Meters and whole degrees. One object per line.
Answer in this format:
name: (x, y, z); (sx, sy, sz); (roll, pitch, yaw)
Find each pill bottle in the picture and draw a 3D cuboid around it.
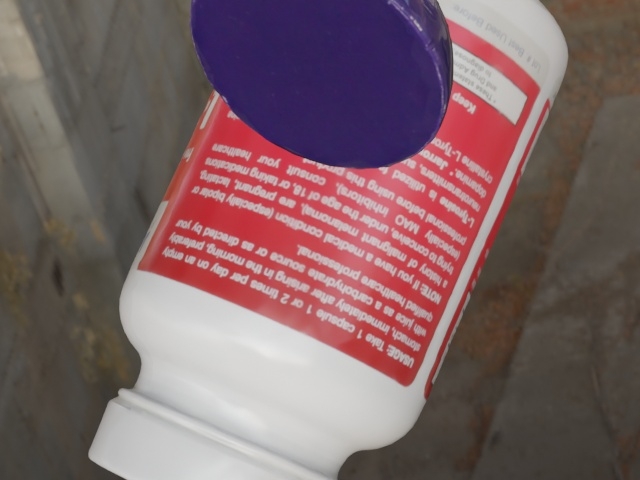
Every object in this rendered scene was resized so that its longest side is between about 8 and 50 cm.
pill bottle: (0.000, 0.000, 0.992); (0.229, 0.229, 0.408); (16, 77, 41)

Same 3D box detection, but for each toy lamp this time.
toy lamp: (0.056, -0.140, 0.423); (0.080, 0.080, 0.275); (4, 47, 30)
